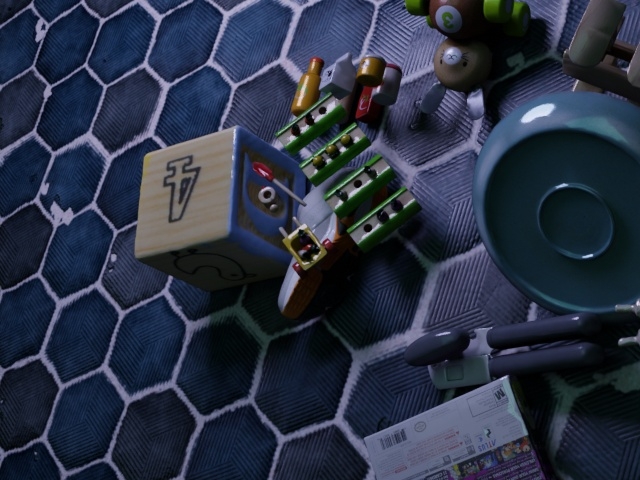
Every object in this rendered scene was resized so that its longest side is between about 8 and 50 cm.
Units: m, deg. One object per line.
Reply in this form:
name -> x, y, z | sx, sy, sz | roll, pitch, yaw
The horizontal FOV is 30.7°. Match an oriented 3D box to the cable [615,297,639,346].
cable -> 0.500, 0.101, 1.371 | 0.287, 0.072, 0.139 | -20, 82, 24

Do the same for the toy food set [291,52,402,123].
toy food set -> 0.054, -0.258, 1.839 | 0.232, 0.111, 0.104 | -23, 48, 60

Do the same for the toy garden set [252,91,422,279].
toy garden set -> -0.003, -0.081, 1.728 | 0.204, 0.049, 0.244 | -37, 65, 2

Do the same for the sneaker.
sneaker -> 0.000, 0.000, 1.801 | 0.121, 0.099, 0.262 | 19, 76, 48

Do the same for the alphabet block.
alphabet block -> -0.157, -0.046, 1.867 | 0.197, 0.192, 0.193 | -14, 62, 34

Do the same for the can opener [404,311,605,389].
can opener -> 0.232, 0.146, 1.534 | 0.283, 0.095, 0.076 | -16, 72, 47

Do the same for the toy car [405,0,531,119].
toy car -> 0.206, -0.276, 1.730 | 0.155, 0.149, 0.188 | 11, 90, 29

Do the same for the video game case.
video game case -> 0.189, 0.314, 1.519 | 0.232, 0.042, 0.210 | -29, 68, 25

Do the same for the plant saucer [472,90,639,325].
plant saucer -> 0.324, -0.028, 1.454 | 0.318, 0.044, 0.317 | 17, 122, 29

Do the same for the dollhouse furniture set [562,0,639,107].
dollhouse furniture set -> 0.412, -0.163, 1.472 | 0.242, 0.212, 0.161 | 24, 85, 14
